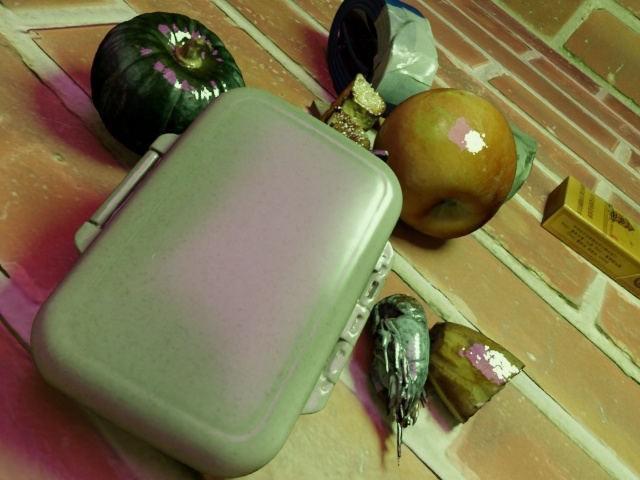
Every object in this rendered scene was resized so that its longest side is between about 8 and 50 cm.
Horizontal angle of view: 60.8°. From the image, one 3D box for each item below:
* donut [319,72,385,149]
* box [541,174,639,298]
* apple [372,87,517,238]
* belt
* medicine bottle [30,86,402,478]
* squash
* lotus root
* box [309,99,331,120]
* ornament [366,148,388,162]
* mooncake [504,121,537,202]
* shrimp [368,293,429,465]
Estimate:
[{"bbox_3d":[0.037,-0.186,0.939,0.085,0.141,0.217,38,46,-12],"label":"donut"},{"bbox_3d":[0.643,-0.012,1.236,0.274,0.076,0.174,38,40,3],"label":"box"},{"bbox_3d":[0.205,-0.120,0.914,0.254,0.253,0.253,20,41,-18],"label":"apple"},{"bbox_3d":[0.122,-0.399,1.151,0.117,0.212,0.346,14,39,-27],"label":"belt"},{"bbox_3d":[-0.084,0.025,0.562,0.283,0.123,0.375,32,63,-3],"label":"medicine bottle"},{"bbox_3d":[-0.207,-0.213,0.757,0.219,0.172,0.218,5,51,-6],"label":"squash"},{"bbox_3d":[0.205,0.163,0.737,0.135,0.095,0.159,40,33,12],"label":"lotus root"},{"bbox_3d":[0.015,-0.234,1.056,0.053,0.024,0.083,7,48,-30],"label":"box"},{"bbox_3d":[0.000,0.000,0.732,0.153,0.166,0.195,5,64,-3],"label":"ornament"},{"bbox_3d":[0.318,-0.187,1.135,0.255,0.136,0.250,34,37,7],"label":"mooncake"},{"bbox_3d":[0.096,0.160,0.678,0.090,0.079,0.232,56,29,-40],"label":"shrimp"}]
